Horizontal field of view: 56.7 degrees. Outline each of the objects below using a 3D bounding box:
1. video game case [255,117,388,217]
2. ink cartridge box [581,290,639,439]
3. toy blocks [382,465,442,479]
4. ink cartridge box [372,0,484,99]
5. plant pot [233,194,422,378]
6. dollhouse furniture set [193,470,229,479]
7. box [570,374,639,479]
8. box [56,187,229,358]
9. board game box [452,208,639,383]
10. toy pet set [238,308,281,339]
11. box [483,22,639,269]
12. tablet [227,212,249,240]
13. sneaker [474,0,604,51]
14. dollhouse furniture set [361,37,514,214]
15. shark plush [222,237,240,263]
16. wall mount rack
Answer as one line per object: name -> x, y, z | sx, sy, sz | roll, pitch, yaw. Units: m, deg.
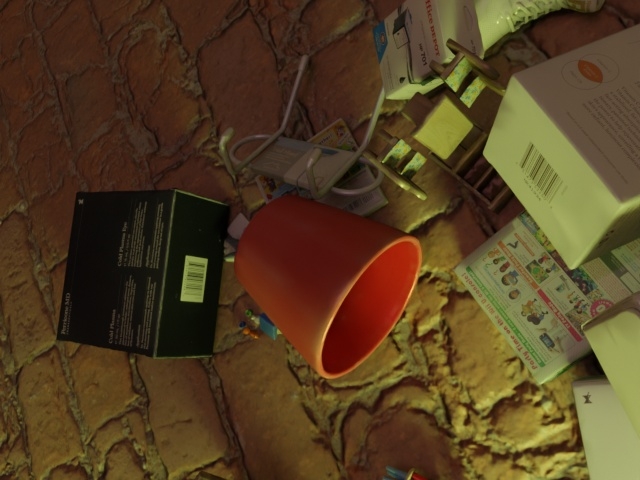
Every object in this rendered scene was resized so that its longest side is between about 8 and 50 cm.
video game case -> -0.004, -0.102, 1.193 | 0.227, 0.026, 0.206 | -32, 68, 18
ink cartridge box -> 0.555, 0.139, 0.662 | 0.395, 0.166, 0.285 | -20, 70, -4
toy blocks -> 0.167, 0.454, 0.998 | 0.148, 0.054, 0.123 | 14, 89, 31
ink cartridge box -> 0.182, -0.345, 1.035 | 0.191, 0.082, 0.139 | -17, 83, 65
plant pot -> -0.001, 0.058, 1.029 | 0.243, 0.275, 0.275 | 32, 99, 28
dollhouse furniture set -> -0.068, 0.594, 0.981 | 0.362, 0.394, 0.256 | -56, 22, 12
box -> 0.462, 0.273, 0.817 | 0.181, 0.119, 0.182 | -12, 76, 29
box -> -0.391, 0.069, 1.310 | 0.312, 0.179, 0.343 | 3, 83, 31
board game box -> 0.394, 0.041, 0.906 | 0.303, 0.097, 0.224 | -41, 64, 17
toy pet set -> -0.120, 0.154, 1.206 | 0.114, 0.065, 0.122 | 34, 100, 30
box -> 0.430, -0.147, 0.774 | 0.345, 0.168, 0.215 | -23, 64, -10
tablet -> -0.168, -0.016, 1.295 | 0.054, 0.006, 0.083 | -50, 63, 14
sneaker -> 0.368, -0.405, 0.984 | 0.292, 0.108, 0.169 | -50, 59, 13
dollhouse furniture set -> 0.229, -0.151, 0.946 | 0.161, 0.242, 0.212 | 46, 106, 27
shark plush -> -0.137, 0.019, 1.241 | 0.161, 0.073, 0.067 | -9, 58, 31
wall mount rack -> -0.016, -0.220, 1.143 | 0.350, 0.130, 0.304 | 19, 51, 29
